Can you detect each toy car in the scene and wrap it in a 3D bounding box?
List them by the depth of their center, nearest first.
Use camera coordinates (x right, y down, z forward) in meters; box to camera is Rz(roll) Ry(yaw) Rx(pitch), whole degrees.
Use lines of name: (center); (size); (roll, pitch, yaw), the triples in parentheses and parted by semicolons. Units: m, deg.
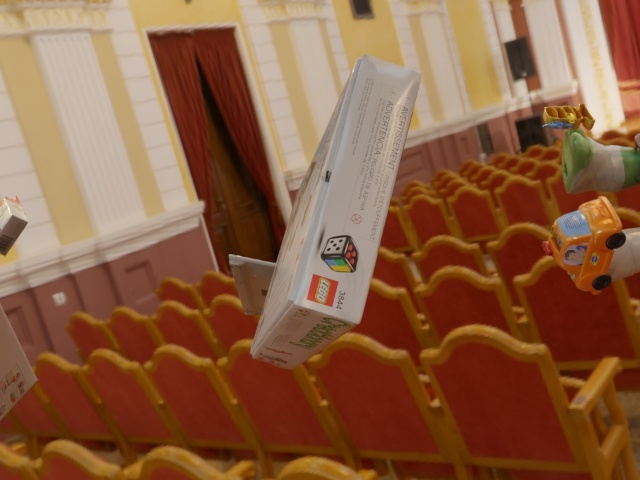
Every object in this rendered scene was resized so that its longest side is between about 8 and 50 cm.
toy car: (0.156, -0.027, 0.456); (0.040, 0.122, 0.060); (0, -35, -2)

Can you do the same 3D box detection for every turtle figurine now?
turtle figurine: (0.332, -0.058, 0.528); (0.266, 0.197, 0.275); (-6, 3, 9)

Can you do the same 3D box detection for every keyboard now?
keyboard: (-0.088, 0.075, 1.060); (0.072, 0.014, 0.256); (6, -22, 2)

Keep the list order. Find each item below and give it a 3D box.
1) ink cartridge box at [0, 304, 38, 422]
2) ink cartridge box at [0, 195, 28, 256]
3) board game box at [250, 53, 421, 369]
ink cartridge box: (-0.638, 0.142, 1.156); (0.272, 0.309, 0.130); (23, 52, 15)
ink cartridge box: (-0.476, -0.029, 1.073); (0.063, 0.029, 0.115); (-54, 39, 4)
board game box: (0.000, 0.000, 0.625); (0.053, 0.193, 0.305); (17, -18, -5)
